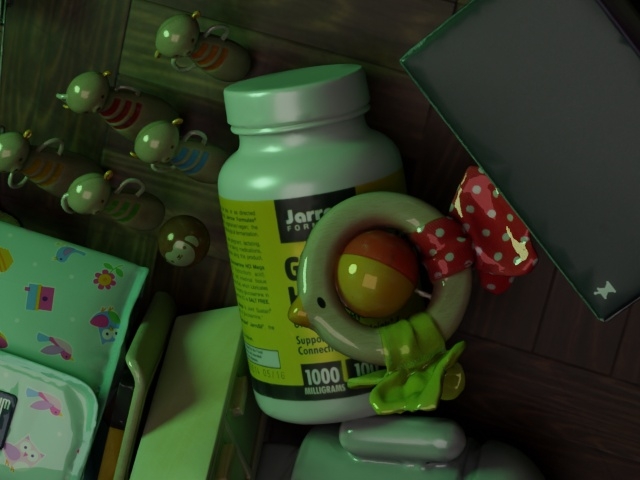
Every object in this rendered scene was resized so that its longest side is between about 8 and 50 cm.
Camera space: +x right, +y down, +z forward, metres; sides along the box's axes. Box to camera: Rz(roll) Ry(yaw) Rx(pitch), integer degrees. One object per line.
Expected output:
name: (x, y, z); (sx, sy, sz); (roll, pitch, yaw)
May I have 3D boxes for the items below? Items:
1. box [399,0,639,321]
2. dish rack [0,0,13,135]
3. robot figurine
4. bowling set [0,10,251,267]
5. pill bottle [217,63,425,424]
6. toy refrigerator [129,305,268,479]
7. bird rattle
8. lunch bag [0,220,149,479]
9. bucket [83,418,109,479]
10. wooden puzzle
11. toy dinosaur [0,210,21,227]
box: (0.252, -0.122, 1.631); (0.183, 0.294, 0.296); (-37, 94, 20)
dish rack: (-0.414, -0.187, 1.869); (0.208, 0.074, 0.271); (19, 110, 33)
robot figurine: (0.091, 0.294, 1.833); (0.353, 0.200, 0.300); (6, 131, 13)
bowling set: (-0.178, -0.081, 1.791); (0.287, 0.154, 0.200); (-39, 59, 19)
pill bottle: (0.000, 0.000, 1.784); (0.188, 0.188, 0.334); (-6, 103, 16)
toy refrigerator: (-0.113, 0.194, 1.814); (0.094, 0.269, 0.102); (-10, 125, 17)
bird rattle: (0.085, 0.036, 1.658); (0.207, 0.143, 0.253); (24, 87, -6)
lunch bag: (-0.317, 0.129, 1.837); (0.223, 0.262, 0.160); (19, 153, -3)
bucket: (-0.358, 0.308, 1.963); (0.281, 0.183, 0.281); (4, 107, 14)
wooden puzzle: (-0.199, 0.195, 1.870); (0.044, 0.221, 0.238); (10, 108, 1)
toy dinosaur: (-0.376, -0.012, 1.962); (0.092, 0.053, 0.183); (-12, 109, 2)
